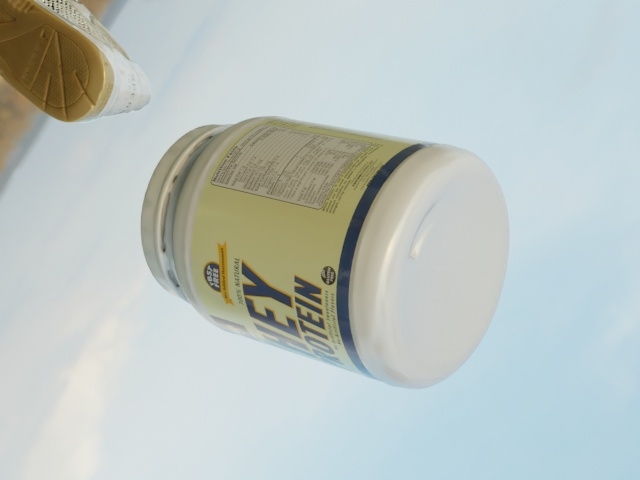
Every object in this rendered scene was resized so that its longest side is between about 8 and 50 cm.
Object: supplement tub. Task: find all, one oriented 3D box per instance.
[{"bbox_3d":[0.000,0.000,1.153,0.325,0.235,0.235,14,-112,37],"label":"supplement tub"}]

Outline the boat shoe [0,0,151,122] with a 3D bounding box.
[{"bbox_3d":[-0.258,-0.188,1.004,0.098,0.277,0.096,-56,156,18],"label":"boat shoe"}]
